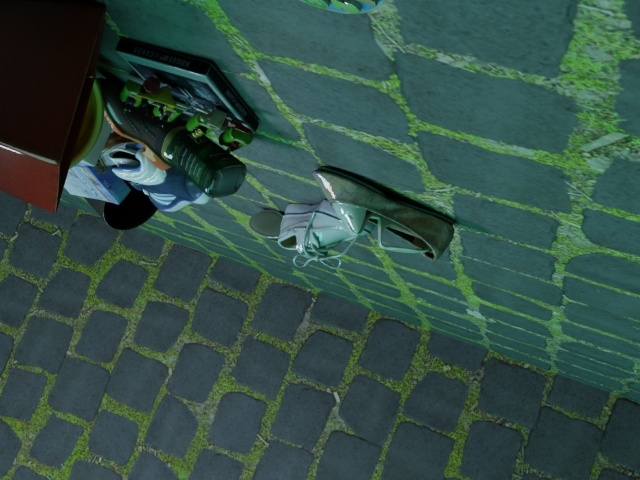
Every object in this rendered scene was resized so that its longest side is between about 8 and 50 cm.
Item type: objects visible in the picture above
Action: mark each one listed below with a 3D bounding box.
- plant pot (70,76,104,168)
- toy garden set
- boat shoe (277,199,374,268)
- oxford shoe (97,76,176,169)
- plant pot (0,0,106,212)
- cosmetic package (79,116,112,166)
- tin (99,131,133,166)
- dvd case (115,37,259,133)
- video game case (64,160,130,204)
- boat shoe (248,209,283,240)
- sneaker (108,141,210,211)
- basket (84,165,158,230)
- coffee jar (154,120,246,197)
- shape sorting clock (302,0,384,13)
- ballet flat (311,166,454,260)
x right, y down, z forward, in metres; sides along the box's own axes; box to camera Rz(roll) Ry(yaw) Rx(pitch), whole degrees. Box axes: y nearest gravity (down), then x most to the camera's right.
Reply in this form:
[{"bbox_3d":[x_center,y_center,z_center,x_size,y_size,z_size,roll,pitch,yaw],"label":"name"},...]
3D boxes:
[{"bbox_3d":[-0.552,-0.263,1.607,0.254,0.254,0.239,27,-176,-28],"label":"plant pot"},{"bbox_3d":[-0.239,-0.215,1.530,0.244,0.049,0.204,23,173,-17],"label":"toy garden set"},{"bbox_3d":[-0.008,-0.004,2.026,0.136,0.156,0.367,27,169,-29],"label":"boat shoe"},{"bbox_3d":[-0.349,-0.248,1.727,0.098,0.097,0.271,-18,147,19],"label":"oxford shoe"},{"bbox_3d":[-0.493,-0.227,1.338,0.235,0.267,0.267,14,161,-14],"label":"plant pot"},{"bbox_3d":[-0.624,-0.278,1.915,0.224,0.138,0.224,10,165,44],"label":"cosmetic package"},{"bbox_3d":[-0.481,-0.220,2.037,0.040,0.106,0.189,63,170,3],"label":"tin"},{"bbox_3d":[-0.224,-0.263,1.481,0.179,0.029,0.239,18,169,20],"label":"dvd case"},{"bbox_3d":[-0.666,-0.221,2.279,0.244,0.061,0.269,13,147,42],"label":"video game case"},{"bbox_3d":[-0.090,-0.028,2.280,0.227,0.081,0.068,11,162,35],"label":"boat shoe"},{"bbox_3d":[-0.405,-0.169,2.040,0.236,0.130,0.323,26,167,-30],"label":"sneaker"},{"bbox_3d":[-0.597,-0.142,2.486,0.227,0.204,0.154,22,145,45],"label":"basket"},{"bbox_3d":[-0.237,-0.162,1.666,0.184,0.079,0.096,38,-148,27],"label":"coffee jar"},{"bbox_3d":[-0.025,-0.295,0.883,0.206,0.040,0.206,20,169,4],"label":"shape sorting clock"},{"bbox_3d":[0.116,-0.045,1.707,0.316,0.106,0.107,22,170,-3],"label":"ballet flat"}]
